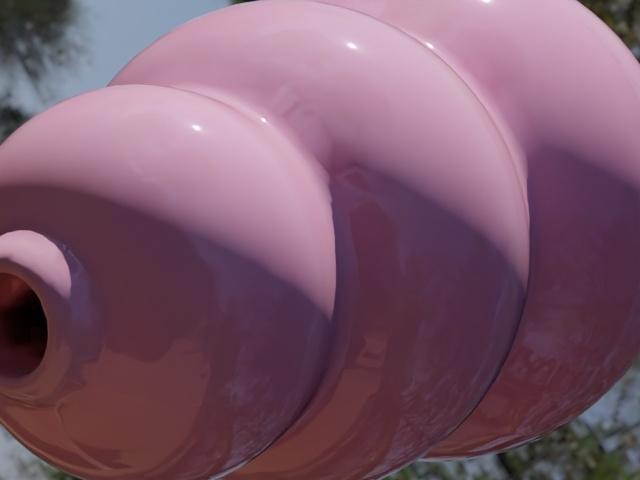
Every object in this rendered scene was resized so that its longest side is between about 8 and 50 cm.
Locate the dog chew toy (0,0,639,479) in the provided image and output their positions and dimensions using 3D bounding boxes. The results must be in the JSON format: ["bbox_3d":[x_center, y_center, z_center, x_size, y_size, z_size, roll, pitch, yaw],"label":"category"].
[{"bbox_3d":[0.000,0.000,0.631,0.206,0.332,0.207,7,-78,32],"label":"dog chew toy"}]
